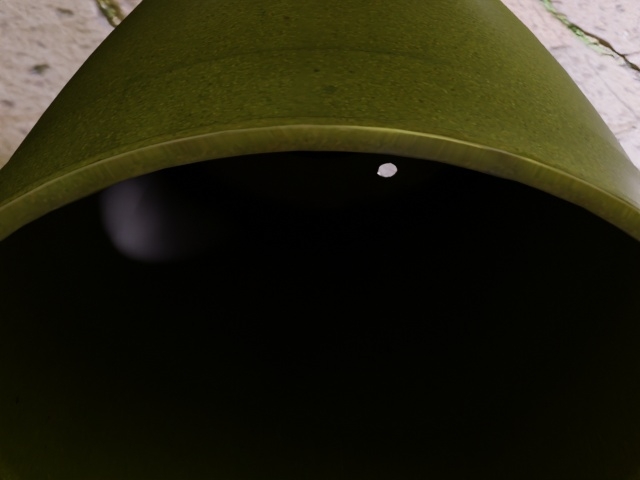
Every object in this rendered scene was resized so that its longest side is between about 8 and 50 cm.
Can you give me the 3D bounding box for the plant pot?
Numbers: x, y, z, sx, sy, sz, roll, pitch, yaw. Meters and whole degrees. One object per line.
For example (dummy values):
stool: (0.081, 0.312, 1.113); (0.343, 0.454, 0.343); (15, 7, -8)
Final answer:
plant pot: (0.000, 0.000, 0.608); (0.366, 0.366, 0.353); (20, 35, -15)
